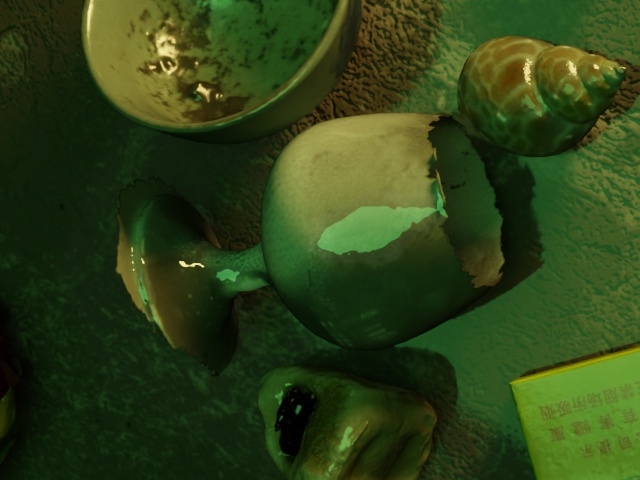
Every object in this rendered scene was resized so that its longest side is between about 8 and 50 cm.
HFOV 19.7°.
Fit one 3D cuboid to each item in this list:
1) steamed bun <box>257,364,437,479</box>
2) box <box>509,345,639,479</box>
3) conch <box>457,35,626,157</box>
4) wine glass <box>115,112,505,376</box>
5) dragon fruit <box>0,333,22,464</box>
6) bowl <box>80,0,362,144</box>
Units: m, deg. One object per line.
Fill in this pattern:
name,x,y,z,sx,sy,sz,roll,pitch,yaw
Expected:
steamed bun,0.011,0.185,1.822,0.155,0.172,0.141,30,92,32
box,0.318,0.272,1.779,0.187,0.047,0.335,-17,90,17
conch,0.201,-0.138,1.759,0.173,0.106,0.116,32,84,27
wine glass,0.000,0.000,1.765,0.323,0.238,0.238,-18,88,21
dragon fruit,-0.418,0.160,1.925,0.224,0.224,0.227,39,102,11
bowl,-0.074,-0.208,1.795,0.289,0.146,0.289,-10,65,22
